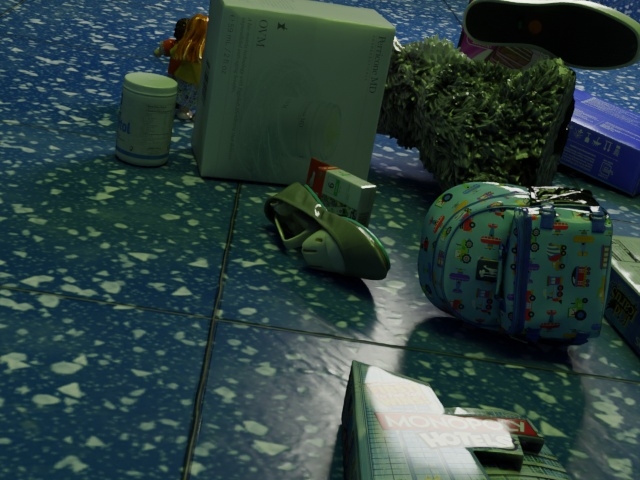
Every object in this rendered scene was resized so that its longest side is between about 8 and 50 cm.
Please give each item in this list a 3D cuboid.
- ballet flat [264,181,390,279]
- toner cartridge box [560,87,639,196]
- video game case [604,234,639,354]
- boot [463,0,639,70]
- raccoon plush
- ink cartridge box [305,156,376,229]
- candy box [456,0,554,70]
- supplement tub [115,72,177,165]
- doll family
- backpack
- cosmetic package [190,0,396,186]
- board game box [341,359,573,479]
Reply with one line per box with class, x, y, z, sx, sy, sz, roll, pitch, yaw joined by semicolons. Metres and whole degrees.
ballet flat;0.000;0.000;1.196;0.068;0.072;0.213;-27;33;-15
toner cartridge box;0.393;-0.191;1.768;0.348;0.075;0.165;30;30;28
video game case;0.434;0.078;1.184;0.244;0.061;0.269;5;22;-11
boot;0.339;-0.306;1.511;0.244;0.088;0.176;17;28;21
raccoon plush;0.145;-0.148;1.406;0.299;0.216;0.446;18;22;18
ink cartridge box;0.013;-0.055;1.321;0.029;0.063;0.115;-8;27;-44
candy box;0.281;-0.241;1.682;0.159;0.233;0.071;20;17;25
supplement tub;-0.223;-0.155;1.404;0.071;0.107;0.071;9;21;-3
doll family;-0.127;-0.252;1.619;0.263;0.163;0.118;11;21;1
backpack;0.187;0.021;1.081;0.173;0.158;0.117;7;14;-3
cosmetic package;-0.040;-0.196;1.435;0.224;0.224;0.138;4;21;-15
board game box;0.092;0.161;0.813;0.194;0.060;0.194;4;23;-17
